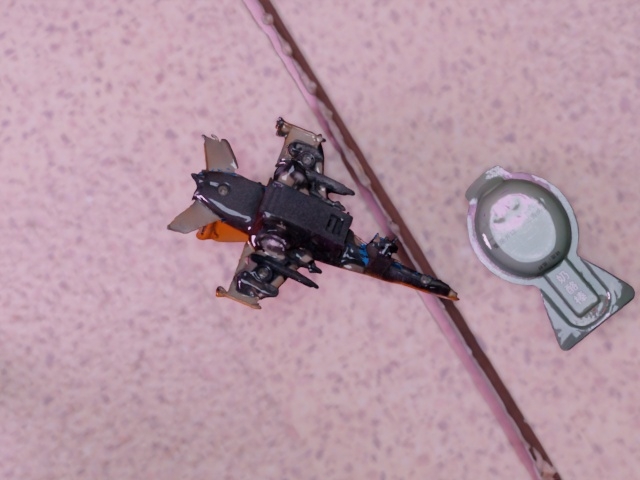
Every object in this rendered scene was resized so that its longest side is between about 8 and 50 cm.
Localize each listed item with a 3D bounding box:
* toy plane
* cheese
[{"bbox_3d":[0.002,-0.005,1.006,0.188,0.062,0.135,19,63,5],"label":"toy plane"},{"bbox_3d":[0.138,0.006,1.007,0.067,0.026,0.121,-39,84,4],"label":"cheese"}]
